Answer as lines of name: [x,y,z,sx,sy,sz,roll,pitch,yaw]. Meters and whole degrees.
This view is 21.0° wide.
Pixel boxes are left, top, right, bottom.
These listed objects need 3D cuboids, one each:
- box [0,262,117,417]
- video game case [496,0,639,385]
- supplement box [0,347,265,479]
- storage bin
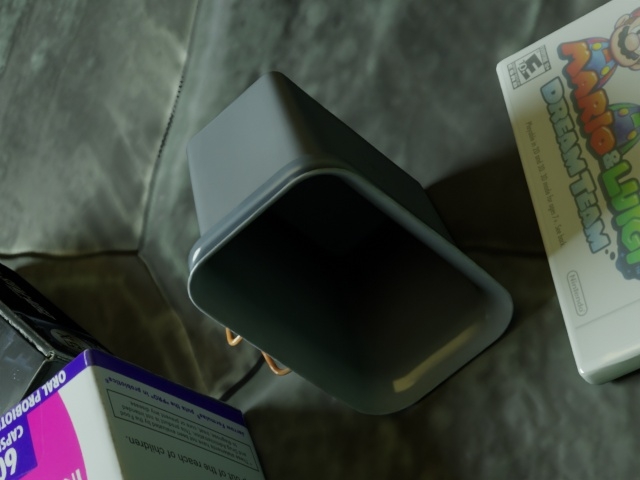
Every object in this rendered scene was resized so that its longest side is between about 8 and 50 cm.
box: [-0.190,0.106,0.852,0.147,0.077,0.180,35,93,42]
video game case: [0.149,-0.039,0.689,0.143,0.019,0.157,-28,55,26]
supplement box: [-0.073,0.173,0.707,0.111,0.114,0.220,-37,54,19]
storage bin: [0.000,0.000,0.723,0.098,0.135,0.091,-40,39,17]
